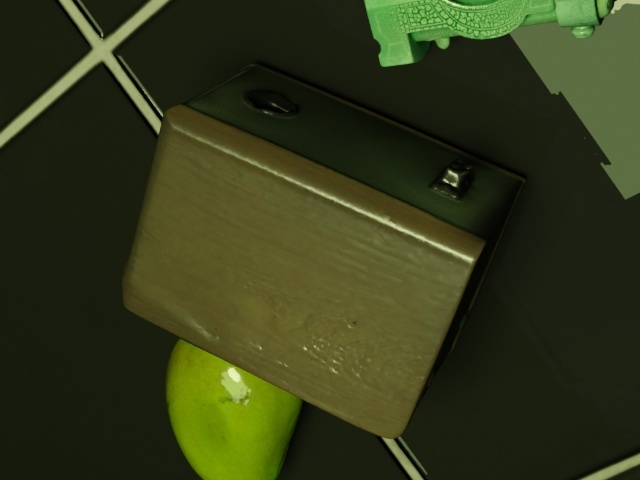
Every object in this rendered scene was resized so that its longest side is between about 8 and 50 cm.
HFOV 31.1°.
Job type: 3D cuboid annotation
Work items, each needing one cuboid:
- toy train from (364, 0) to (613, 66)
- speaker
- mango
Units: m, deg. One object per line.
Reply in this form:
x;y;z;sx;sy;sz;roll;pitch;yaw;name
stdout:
0.110;-0.176;0.760;0.178;0.071;0.105;-4;117;25;toy train
0.000;0.000;0.826;0.231;0.153;0.192;24;118;12;speaker
-0.075;0.133;0.946;0.117;0.089;0.163;23;118;12;mango
